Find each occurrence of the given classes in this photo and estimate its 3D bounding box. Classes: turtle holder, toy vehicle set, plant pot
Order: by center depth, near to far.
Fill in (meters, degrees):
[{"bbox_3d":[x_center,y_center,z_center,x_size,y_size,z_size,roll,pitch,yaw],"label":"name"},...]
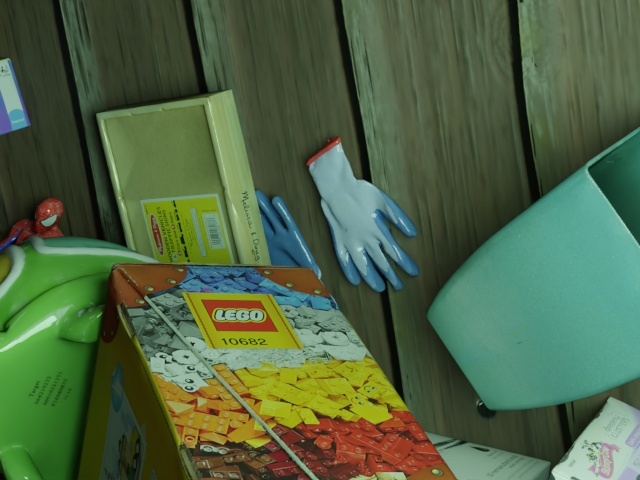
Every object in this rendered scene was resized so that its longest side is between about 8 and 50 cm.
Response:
[{"bbox_3d":[0.216,0.036,1.173,0.234,0.166,0.165,-36,87,42],"label":"plant pot"},{"bbox_3d":[-0.263,0.113,1.338,0.227,0.320,0.243,40,134,45],"label":"turtle holder"},{"bbox_3d":[-0.129,-0.011,1.409,0.166,0.035,0.267,-1,106,41],"label":"toy vehicle set"}]

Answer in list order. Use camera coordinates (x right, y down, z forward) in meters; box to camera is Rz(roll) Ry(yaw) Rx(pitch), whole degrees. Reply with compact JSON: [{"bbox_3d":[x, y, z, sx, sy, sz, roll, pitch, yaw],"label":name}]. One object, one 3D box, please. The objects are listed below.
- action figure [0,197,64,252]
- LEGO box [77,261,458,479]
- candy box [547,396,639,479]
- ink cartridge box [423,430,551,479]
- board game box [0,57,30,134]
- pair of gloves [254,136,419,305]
[{"bbox_3d":[-0.351,0.080,1.524,0.091,0.139,0.280,32,112,17],"label":"action figure"},{"bbox_3d":[-0.083,0.323,1.163,0.372,0.193,0.500,-125,43,-57],"label":"LEGO box"},{"bbox_3d":[0.230,0.259,1.229,0.070,0.165,0.196,25,117,21],"label":"candy box"},{"bbox_3d":[0.092,0.241,1.311,0.203,0.148,0.086,11,105,27],"label":"ink cartridge box"},{"bbox_3d":[-0.500,-0.096,1.428,0.233,0.347,0.078,-11,100,32],"label":"board game box"},{"bbox_3d":[0.000,0.000,1.363,0.198,0.023,0.159,-31,89,36],"label":"pair of gloves"}]
